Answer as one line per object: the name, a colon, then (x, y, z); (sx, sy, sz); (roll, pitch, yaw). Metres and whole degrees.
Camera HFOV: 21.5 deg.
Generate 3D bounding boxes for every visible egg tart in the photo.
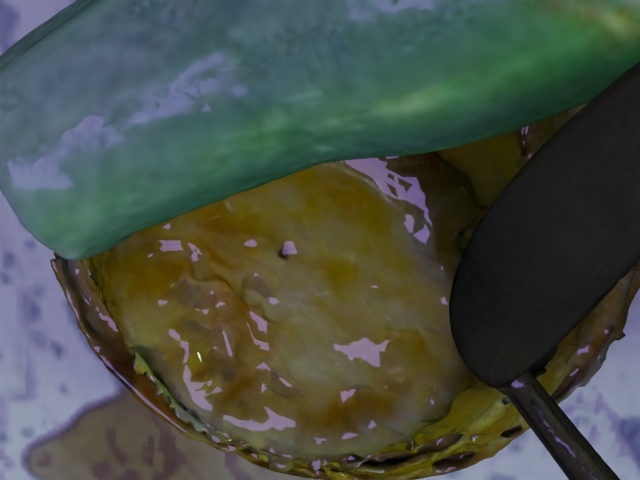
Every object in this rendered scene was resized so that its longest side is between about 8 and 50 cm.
egg tart: (0.000, 0.000, 0.482); (0.191, 0.074, 0.191); (7, 118, 13)

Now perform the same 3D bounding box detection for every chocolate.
chocolate: (0.058, -0.079, 0.372); (0.291, 0.110, 0.110); (-25, 105, 12)

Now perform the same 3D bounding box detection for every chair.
chair: (0.179, 0.047, 0.368); (0.272, 0.166, 0.188); (44, 140, 8)
